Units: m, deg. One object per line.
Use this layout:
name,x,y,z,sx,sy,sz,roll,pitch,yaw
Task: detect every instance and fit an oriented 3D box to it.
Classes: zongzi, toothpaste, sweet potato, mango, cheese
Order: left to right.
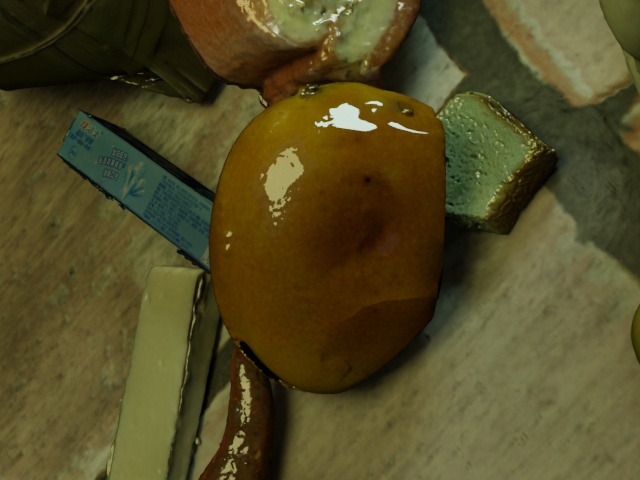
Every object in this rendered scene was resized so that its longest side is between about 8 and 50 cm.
zongzi,-0.337,-0.249,1.283,0.447,0.418,0.181,-2,72,34
cheese,-0.147,0.216,1.224,0.085,0.034,0.400,0,76,43
toothpaste,-0.125,-0.033,1.257,0.272,0.066,0.053,34,99,40
sweet potato,-0.086,0.206,1.153,0.078,0.058,0.255,26,91,14
mango,0.000,0.000,1.097,0.136,0.166,0.236,-121,31,-80

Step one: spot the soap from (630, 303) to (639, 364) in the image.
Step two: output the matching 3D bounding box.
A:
soap,0.260,0.044,0.938,0.140,0.045,0.089,-42,51,21

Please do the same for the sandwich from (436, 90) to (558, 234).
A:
sandwich,0.116,-0.058,1.090,0.093,0.036,0.105,-52,51,16

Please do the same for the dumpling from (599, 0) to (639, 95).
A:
dumpling,0.243,-0.243,0.944,0.318,0.187,0.243,-61,39,29

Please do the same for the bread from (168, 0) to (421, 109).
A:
bread,-0.020,-0.212,1.156,0.244,0.190,0.123,69,155,7
